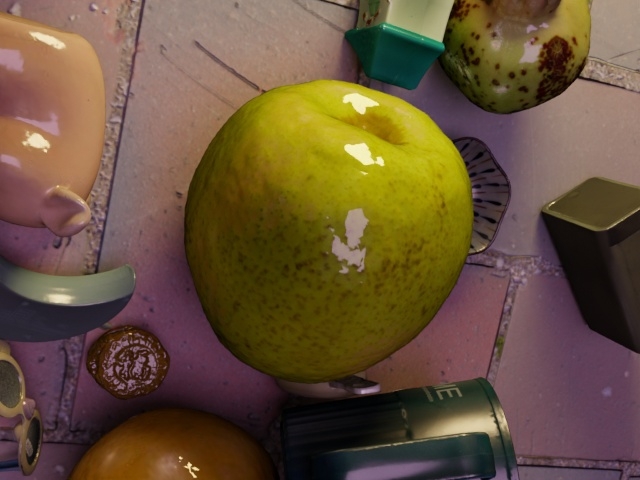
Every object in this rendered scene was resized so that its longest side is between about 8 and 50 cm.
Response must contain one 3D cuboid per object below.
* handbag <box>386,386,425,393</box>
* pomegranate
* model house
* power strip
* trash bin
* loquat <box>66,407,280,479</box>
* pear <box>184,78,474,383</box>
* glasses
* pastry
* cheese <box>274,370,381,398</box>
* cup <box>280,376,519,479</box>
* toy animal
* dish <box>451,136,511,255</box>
[{"bbox_3d":[0.151,0.276,1.349,0.139,0.072,0.115,-26,106,-17],"label":"handbag"},{"bbox_3d":[0.282,-0.302,1.166,0.204,0.276,0.222,3,65,-24],"label":"pomegranate"},{"bbox_3d":[0.104,-0.287,1.178,0.100,0.127,0.149,11,94,-22],"label":"model house"},{"bbox_3d":[-0.350,0.063,1.079,0.167,0.054,0.253,-38,140,24],"label":"power strip"},{"bbox_3d":[0.471,0.038,1.374,0.122,0.164,0.240,-30,113,-12],"label":"trash bin"},{"bbox_3d":[-0.210,0.378,1.114,0.359,0.328,0.328,-1,104,8],"label":"loquat"},{"bbox_3d":[0.000,0.000,1.088,0.391,0.391,0.391,-5,103,-20],"label":"pear"},{"bbox_3d":[-0.465,0.245,1.078,0.221,0.088,0.189,-18,125,-14],"label":"glasses"},{"bbox_3d":[-0.262,0.166,1.176,0.109,0.057,0.097,-5,98,-22],"label":"pastry"},{"bbox_3d":[0.023,0.191,1.185,0.127,0.251,0.054,-5,88,-19],"label":"cheese"},{"bbox_3d":[0.100,0.330,1.151,0.292,0.308,0.242,-6,100,-2],"label":"cup"},{"bbox_3d":[-0.358,-0.143,1.000,0.213,0.195,0.256,3,103,-13],"label":"toy animal"},{"bbox_3d":[0.187,-0.064,1.291,0.191,0.066,0.190,-4,101,-19],"label":"dish"}]
